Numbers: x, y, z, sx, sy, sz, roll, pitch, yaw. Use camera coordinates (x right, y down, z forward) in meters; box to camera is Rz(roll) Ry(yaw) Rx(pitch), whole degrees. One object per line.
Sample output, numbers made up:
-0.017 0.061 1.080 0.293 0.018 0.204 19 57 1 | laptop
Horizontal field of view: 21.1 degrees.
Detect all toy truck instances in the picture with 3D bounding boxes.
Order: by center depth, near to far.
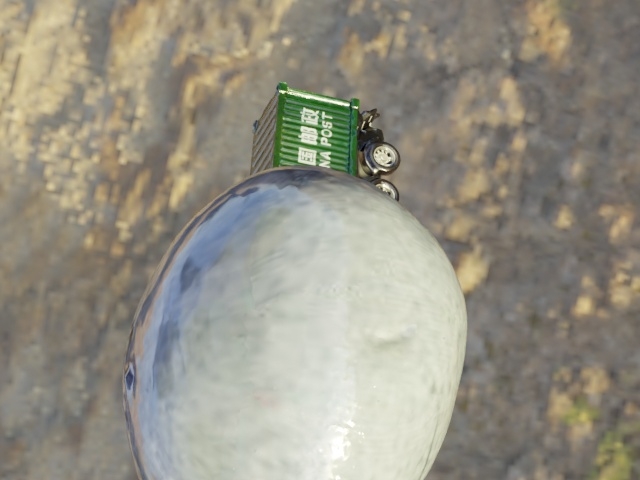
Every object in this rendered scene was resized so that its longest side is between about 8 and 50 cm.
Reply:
0.000 0.000 1.492 0.088 0.121 0.259 126 152 -56 | toy truck

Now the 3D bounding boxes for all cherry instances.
-0.017 0.082 1.136 0.255 0.218 0.296 -37 39 45 | cherry
